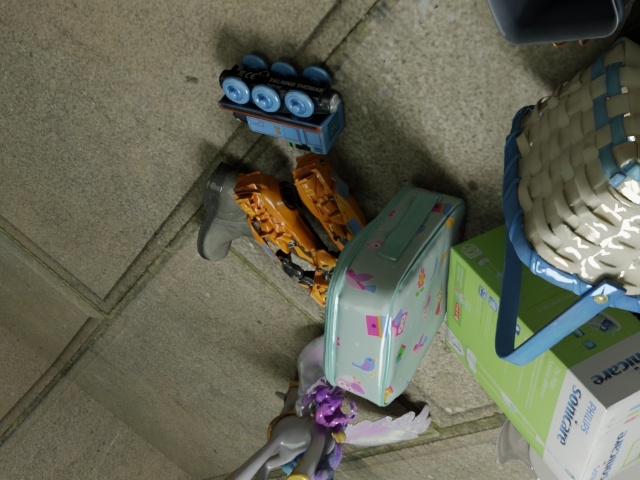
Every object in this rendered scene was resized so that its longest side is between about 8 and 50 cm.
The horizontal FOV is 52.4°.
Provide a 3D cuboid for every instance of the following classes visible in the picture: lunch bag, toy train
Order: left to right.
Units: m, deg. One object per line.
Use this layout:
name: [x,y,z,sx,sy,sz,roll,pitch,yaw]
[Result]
toy train: [-0.055,-0.187,0.893,0.184,0.080,0.105,16,144,22]
lunch bag: [0.103,0.057,0.872,0.107,0.279,0.224,15,127,23]

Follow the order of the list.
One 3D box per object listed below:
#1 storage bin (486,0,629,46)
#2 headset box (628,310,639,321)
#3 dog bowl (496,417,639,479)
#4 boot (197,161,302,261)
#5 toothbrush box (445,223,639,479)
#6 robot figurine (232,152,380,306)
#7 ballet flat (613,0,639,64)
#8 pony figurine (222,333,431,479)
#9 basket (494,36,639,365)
storage bin: [0.232,-0.235,0.587,0.098,0.091,0.135,58,162,-26]
headset box: [0.508,0.102,0.682,0.293,0.110,0.218,-24,86,48]
dog bowl: [0.458,0.337,1.010,0.348,0.102,0.349,19,132,22]
boot: [-0.122,-0.016,1.124,0.161,0.083,0.247,25,143,4]
toothbrush box: [0.288,0.141,0.833,0.283,0.122,0.206,-125,19,-44]
robot figurine: [0.000,0.000,1.004,0.211,0.085,0.291,-15,129,27]
ballet flat: [0.319,-0.207,0.630,0.057,0.049,0.173,5,144,-1]
pony figurine: [-0.005,0.361,1.268,0.350,0.363,0.303,-22,109,30]
basket: [0.272,-0.028,0.663,0.201,0.255,0.289,23,145,-12]
